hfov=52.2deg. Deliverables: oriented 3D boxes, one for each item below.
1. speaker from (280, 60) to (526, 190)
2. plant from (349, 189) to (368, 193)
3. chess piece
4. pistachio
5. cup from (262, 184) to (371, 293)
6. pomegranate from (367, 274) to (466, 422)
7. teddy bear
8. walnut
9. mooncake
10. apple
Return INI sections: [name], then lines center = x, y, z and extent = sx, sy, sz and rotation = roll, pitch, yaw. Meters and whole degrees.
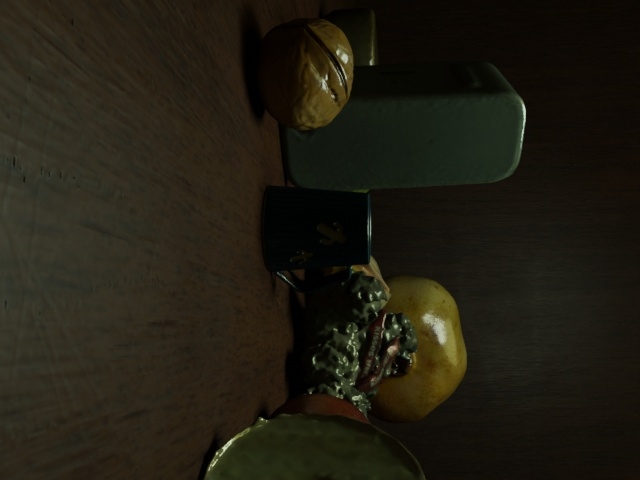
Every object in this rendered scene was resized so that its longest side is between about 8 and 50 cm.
[speaker]
center = 0.138, -0.214, 1.169
extent = 0.184, 0.406, 0.183
rotation = -89, 176, -54
[plant]
center = 0.117, -0.132, 1.412
extent = 0.251, 0.333, 0.180
rotation = 103, 8, -56
[chess piece]
center = -0.008, 0.429, 0.693
extent = 0.234, 0.234, 0.442
rotation = -75, 167, -68
[pistachio]
center = 0.070, 0.100, 1.514
extent = 0.299, 0.187, 0.187
rotation = 60, 30, -70
[cup]
center = 0.000, 0.000, 1.000
extent = 0.131, 0.155, 0.176
rotation = -79, 166, -59
[pomegranate]
center = 0.196, 0.284, 1.765
extent = 0.416, 0.417, 0.416
rotation = 0, 90, -84
[teddy bear]
center = 0.051, 0.277, 1.280
extent = 0.357, 0.224, 0.367
rotation = 52, 38, -57
[walnut]
center = -0.023, -0.228, 0.900
extent = 0.180, 0.144, 0.144
rotation = 98, -6, -70
[mooncake]
center = 0.082, -0.490, 1.802
extent = 0.284, 0.156, 0.284
rotation = 0, 90, -82
[apple]
center = -0.009, 0.320, 0.940
extent = 0.201, 0.162, 0.201
rotation = 11, 90, -89
